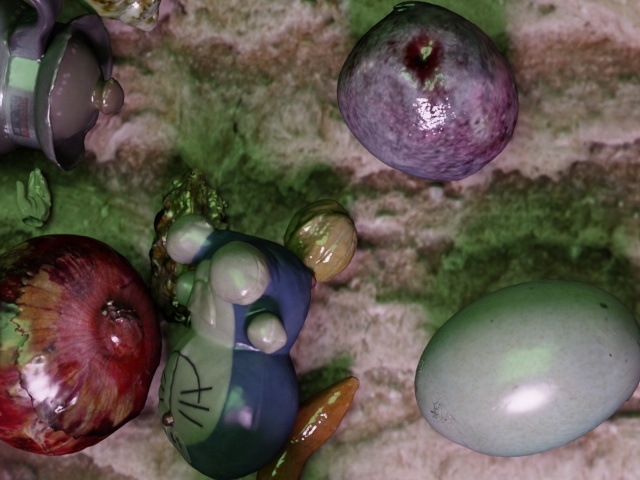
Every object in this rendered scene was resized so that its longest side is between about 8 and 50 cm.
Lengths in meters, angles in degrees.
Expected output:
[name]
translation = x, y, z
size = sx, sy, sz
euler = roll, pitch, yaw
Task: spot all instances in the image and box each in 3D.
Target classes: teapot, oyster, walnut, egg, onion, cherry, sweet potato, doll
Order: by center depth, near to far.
[egg]
translation = 0.208, 0.128, 1.573
size = 0.236, 0.169, 0.169
euler = -24, 77, 15
[cherry]
translation = 0.113, -0.154, 1.630
size = 0.195, 0.195, 0.195
euler = -2, 82, 15
[doll]
translation = -0.097, 0.118, 1.641
size = 0.228, 0.154, 0.258
euler = 23, 98, 58
[onion]
translation = -0.272, 0.109, 1.670
size = 0.190, 0.246, 0.246
euler = -7, 81, 31
[sweet potato]
translation = -0.028, 0.221, 1.690
size = 0.055, 0.058, 0.202
euler = 32, 98, -26
[walnut]
translation = 0.000, 0.000, 1.696
size = 0.092, 0.092, 0.092
euler = -2, 82, 15
[teapot]
translation = -0.352, -0.216, 1.738
size = 0.285, 0.223, 0.305
euler = 12, 118, 8
[oyster]
translation = -0.145, 0.008, 1.752
size = 0.105, 0.056, 0.177
euler = 11, 90, 24

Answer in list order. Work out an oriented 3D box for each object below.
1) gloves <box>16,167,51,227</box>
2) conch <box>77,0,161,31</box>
[gloves]
translation = -0.334, -0.045, 1.816
size = 0.044, 0.037, 0.081
euler = 10, 74, -9
[conch]
translation = -0.254, -0.320, 1.780
size = 0.187, 0.124, 0.181
euler = -29, 62, 12
